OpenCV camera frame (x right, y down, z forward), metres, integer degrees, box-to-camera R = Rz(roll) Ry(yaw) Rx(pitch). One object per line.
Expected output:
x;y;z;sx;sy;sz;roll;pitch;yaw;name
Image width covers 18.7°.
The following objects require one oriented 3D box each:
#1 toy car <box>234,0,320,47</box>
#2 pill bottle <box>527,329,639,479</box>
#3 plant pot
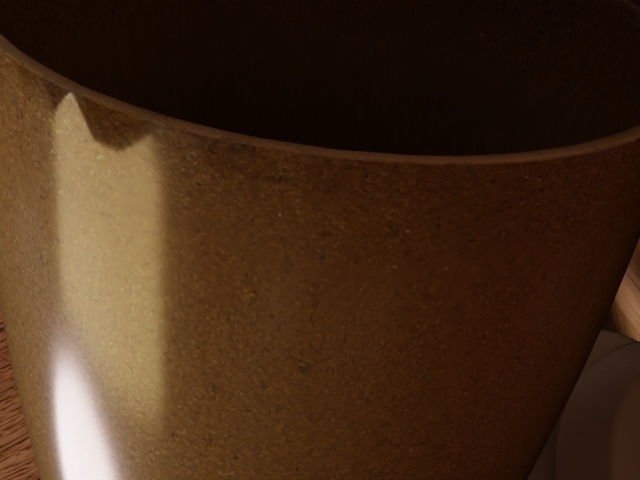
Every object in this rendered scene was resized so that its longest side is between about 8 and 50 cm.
0.060;-0.070;0.824;0.188;0.149;0.155;32;166;14;toy car
0.092;0.102;0.849;0.221;0.121;0.121;-12;109;56;pill bottle
-0.009;0.038;0.681;0.237;0.237;0.254;-124;36;-59;plant pot
